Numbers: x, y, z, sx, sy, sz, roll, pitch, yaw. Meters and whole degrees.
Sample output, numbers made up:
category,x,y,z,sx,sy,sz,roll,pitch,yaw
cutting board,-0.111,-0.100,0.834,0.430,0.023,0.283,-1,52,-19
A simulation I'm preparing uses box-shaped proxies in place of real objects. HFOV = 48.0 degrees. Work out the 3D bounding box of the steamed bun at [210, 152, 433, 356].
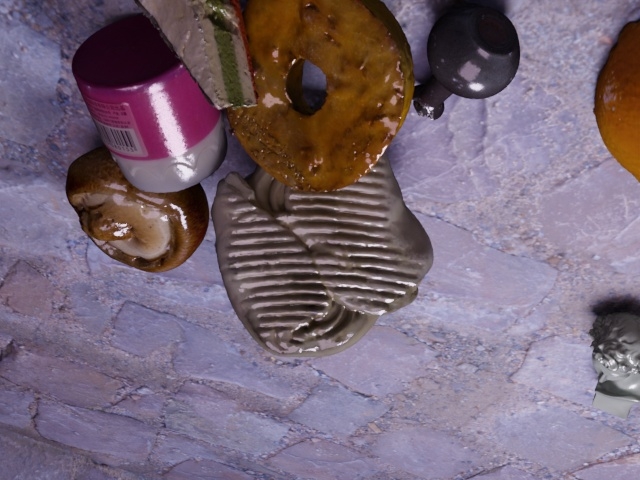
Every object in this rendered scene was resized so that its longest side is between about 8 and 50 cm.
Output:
category,x,y,z,sx,sy,sz,roll,pitch,yaw
steamed bun,-0.009,0.005,1.127,0.310,0.219,0.324,-29,91,-2

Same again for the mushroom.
category,x,y,z,sx,sy,sz,roll,pitch,yaw
mushroom,-0.304,-0.059,1.204,0.253,0.153,0.253,9,141,8

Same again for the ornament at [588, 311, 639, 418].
category,x,y,z,sx,sy,sz,roll,pitch,yaw
ornament,0.577,0.236,1.363,0.120,0.130,0.285,9,151,30

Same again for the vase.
category,x,y,z,sx,sy,sz,roll,pitch,yaw
vase,0.175,-0.220,0.935,0.120,0.120,0.183,23,153,-13

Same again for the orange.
category,x,y,z,sx,sy,sz,roll,pitch,yaw
orange,0.524,-0.152,0.935,0.310,0.274,0.274,2,152,-40

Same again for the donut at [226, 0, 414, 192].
category,x,y,z,sx,sy,sz,roll,pitch,yaw
donut,0.001,-0.206,0.928,0.278,0.108,0.277,14,120,26

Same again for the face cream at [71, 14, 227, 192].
category,x,y,z,sx,sy,sz,roll,pitch,yaw
face cream,-0.232,-0.191,1.013,0.175,0.175,0.195,3,140,11

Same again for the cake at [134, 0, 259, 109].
category,x,y,z,sx,sy,sz,roll,pitch,yaw
cake,-0.161,-0.265,0.899,0.117,0.086,0.220,-4,102,40
